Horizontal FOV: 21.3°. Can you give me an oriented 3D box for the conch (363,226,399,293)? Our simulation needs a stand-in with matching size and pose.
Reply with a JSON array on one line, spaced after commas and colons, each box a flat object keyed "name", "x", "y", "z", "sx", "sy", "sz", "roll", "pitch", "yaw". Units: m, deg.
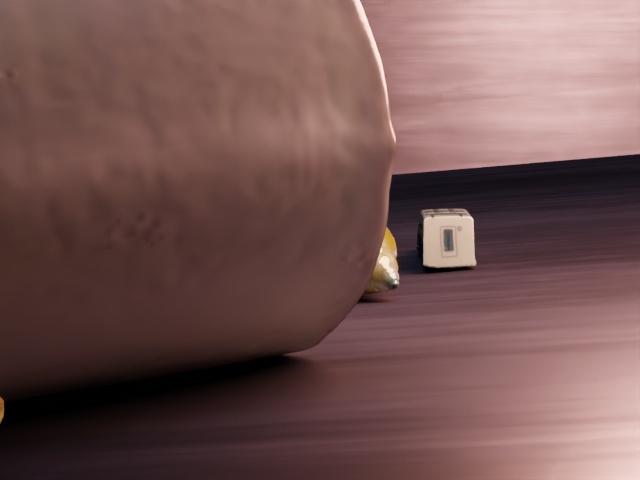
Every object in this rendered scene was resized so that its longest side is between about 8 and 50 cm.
[{"name": "conch", "x": 0.000, "y": -0.001, "z": 1.447, "sx": 0.173, "sy": 0.106, "sz": 0.116, "roll": -24, "pitch": 12, "yaw": 39}]

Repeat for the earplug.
[{"name": "earplug", "x": -0.199, "y": -0.056, "z": 1.026, "sx": 0.394, "sy": 0.312, "sz": 0.312, "roll": -9, "pitch": 6, "yaw": -33}]

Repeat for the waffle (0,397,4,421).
[{"name": "waffle", "x": -0.306, "y": 0.102, "z": 0.756, "sx": 0.329, "sy": 0.062, "sz": 0.329, "roll": -5, "pitch": 4, "yaw": 0}]

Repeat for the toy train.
[{"name": "toy train", "x": 0.119, "y": -0.007, "z": 1.656, "sx": 0.052, "sy": 0.051, "sz": 0.234, "roll": -1, "pitch": 5, "yaw": 2}]
